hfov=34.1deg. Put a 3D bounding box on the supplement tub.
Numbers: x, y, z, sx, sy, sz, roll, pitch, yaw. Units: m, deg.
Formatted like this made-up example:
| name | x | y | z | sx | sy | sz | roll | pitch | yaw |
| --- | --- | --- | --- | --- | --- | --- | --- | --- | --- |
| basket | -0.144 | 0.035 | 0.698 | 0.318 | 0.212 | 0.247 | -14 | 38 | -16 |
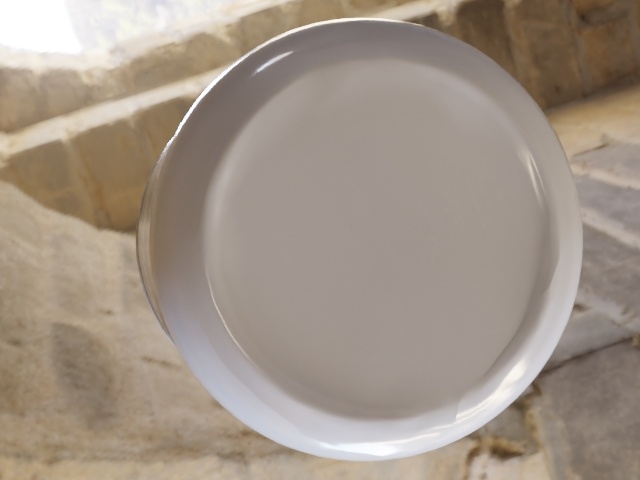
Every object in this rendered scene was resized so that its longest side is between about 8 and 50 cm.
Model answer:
| name | x | y | z | sx | sy | sz | roll | pitch | yaw |
| --- | --- | --- | --- | --- | --- | --- | --- | --- | --- |
| supplement tub | 0.000 | 0.000 | 0.555 | 0.272 | 0.191 | 0.191 | 177 | 74 | -78 |
